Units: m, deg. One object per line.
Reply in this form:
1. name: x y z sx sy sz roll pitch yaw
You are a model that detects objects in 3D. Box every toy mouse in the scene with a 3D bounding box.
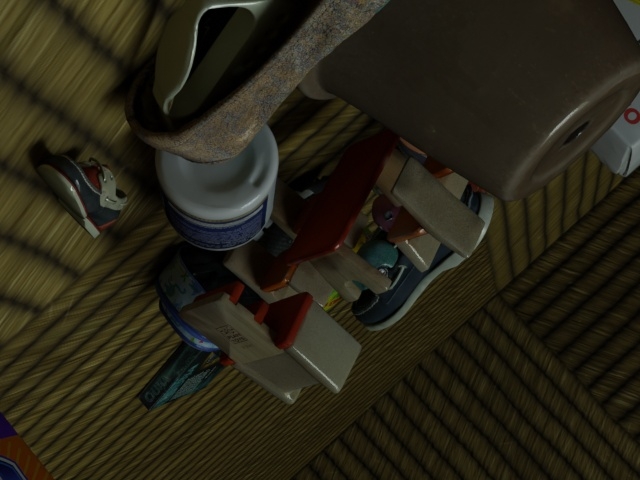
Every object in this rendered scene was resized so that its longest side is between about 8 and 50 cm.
1. toy mouse: 0.054 -0.003 1.309 0.143 0.031 0.161 -14 -140 56

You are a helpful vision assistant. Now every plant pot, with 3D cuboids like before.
1. plant pot: 0.118 -0.159 1.012 0.263 0.229 0.263 -38 165 -13

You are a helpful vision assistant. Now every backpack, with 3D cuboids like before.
1. backpack: -0.107 0.057 1.304 0.084 0.105 0.114 -48 159 20

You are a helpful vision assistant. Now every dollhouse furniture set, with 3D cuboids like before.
1. dollhouse furniture set: 0.000 0.000 1.169 0.262 0.135 0.259 -22 -147 50

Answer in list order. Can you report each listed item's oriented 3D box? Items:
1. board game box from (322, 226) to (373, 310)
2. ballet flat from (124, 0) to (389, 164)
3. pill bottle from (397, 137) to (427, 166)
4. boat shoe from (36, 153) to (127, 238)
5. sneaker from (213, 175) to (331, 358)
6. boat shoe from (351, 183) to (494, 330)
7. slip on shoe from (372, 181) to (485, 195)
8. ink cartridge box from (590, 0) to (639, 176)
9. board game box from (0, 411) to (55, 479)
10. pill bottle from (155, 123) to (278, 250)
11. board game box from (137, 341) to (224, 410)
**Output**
1. board game box: -0.016 0.036 1.507 0.181 0.092 0.043 -33 163 -31
2. ballet flat: -0.027 -0.166 0.874 0.106 0.107 0.316 5 133 -46
3. pill bottle: 0.152 -0.128 1.390 0.130 0.130 0.246 -46 166 17
4. boat shoe: -0.170 -0.039 0.967 0.043 0.049 0.137 -43 169 -9
5. sneaker: -0.047 0.037 1.399 0.234 0.106 0.078 -44 167 7
6. boat shoe: 0.089 0.016 1.416 0.254 0.079 0.095 -46 -158 54
7. slip on shoe: 0.143 -0.071 1.604 0.101 0.123 0.331 -63 165 5
8. ink cartridge box: 0.382 -0.242 1.517 0.278 0.201 0.117 -41 165 -3
9. board game box: -0.371 0.384 1.057 0.356 0.356 0.356 -45 166 13
10. pill bottle: -0.083 -0.044 1.073 0.094 0.094 0.169 -39 172 -11
11. board game box: -0.129 0.126 1.608 0.186 0.026 0.126 -48 164 25
